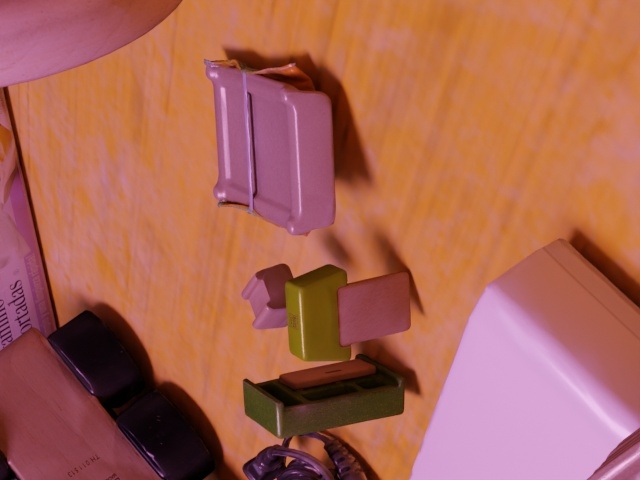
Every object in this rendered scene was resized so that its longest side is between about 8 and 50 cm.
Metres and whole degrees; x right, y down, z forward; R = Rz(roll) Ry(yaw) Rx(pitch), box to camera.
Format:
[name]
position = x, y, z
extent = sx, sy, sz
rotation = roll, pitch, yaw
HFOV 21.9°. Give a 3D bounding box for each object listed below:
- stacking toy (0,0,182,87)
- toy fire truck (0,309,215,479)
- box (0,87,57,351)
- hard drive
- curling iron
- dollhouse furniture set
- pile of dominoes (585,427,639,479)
[stacking toy]
position = -0.139, -0.219, 0.528
extent = 0.141, 0.141, 0.330
rotation = 25, 136, 46
[toy fire truck]
position = -0.129, 0.192, 0.963
extent = 0.217, 0.158, 0.246
rotation = 47, 164, 17
[box]
position = -0.204, -0.022, 0.918
extent = 0.067, 0.063, 0.324
rotation = 40, 149, 31
[hard drive]
position = 0.167, 0.187, 0.557
extent = 0.353, 0.047, 0.233
rotation = 45, 151, 21
[curling iron]
position = 0.000, 0.199, 0.833
extent = 0.068, 0.035, 0.274
rotation = 35, 140, 39
[dollhouse furniture set]
position = 0.000, 0.000, 0.652
extent = 0.076, 0.058, 0.151
rotation = 23, 120, 58
[pile of dominoes]
position = 0.180, 0.140, 0.440
extent = 0.196, 0.040, 0.251
rotation = -43, 81, 30
